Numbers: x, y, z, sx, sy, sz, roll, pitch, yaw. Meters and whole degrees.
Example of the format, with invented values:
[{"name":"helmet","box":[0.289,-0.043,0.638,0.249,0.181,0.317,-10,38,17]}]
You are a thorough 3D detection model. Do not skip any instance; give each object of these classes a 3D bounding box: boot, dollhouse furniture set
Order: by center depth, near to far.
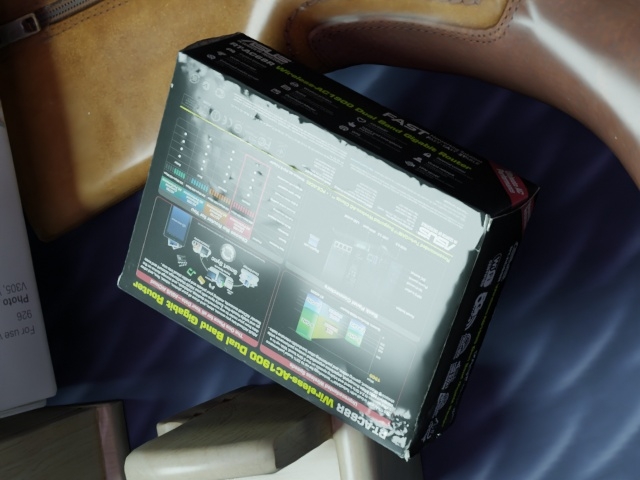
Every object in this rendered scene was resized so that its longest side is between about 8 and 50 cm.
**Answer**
[{"name":"boot","box":[0.004,-0.058,0.618,0.280,0.096,0.264,-23,94,24]},{"name":"dollhouse furniture set","box":[-0.107,0.221,0.630,0.286,0.198,0.303,-7,94,21]}]

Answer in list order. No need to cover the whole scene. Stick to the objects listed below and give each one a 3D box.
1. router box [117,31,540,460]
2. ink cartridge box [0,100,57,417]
[{"name":"router box","box":[0.000,0.000,0.586,0.122,0.038,0.092,30,119,21]},{"name":"ink cartridge box","box":[-0.193,-0.030,0.666,0.154,0.093,0.212,-7,96,43]}]
